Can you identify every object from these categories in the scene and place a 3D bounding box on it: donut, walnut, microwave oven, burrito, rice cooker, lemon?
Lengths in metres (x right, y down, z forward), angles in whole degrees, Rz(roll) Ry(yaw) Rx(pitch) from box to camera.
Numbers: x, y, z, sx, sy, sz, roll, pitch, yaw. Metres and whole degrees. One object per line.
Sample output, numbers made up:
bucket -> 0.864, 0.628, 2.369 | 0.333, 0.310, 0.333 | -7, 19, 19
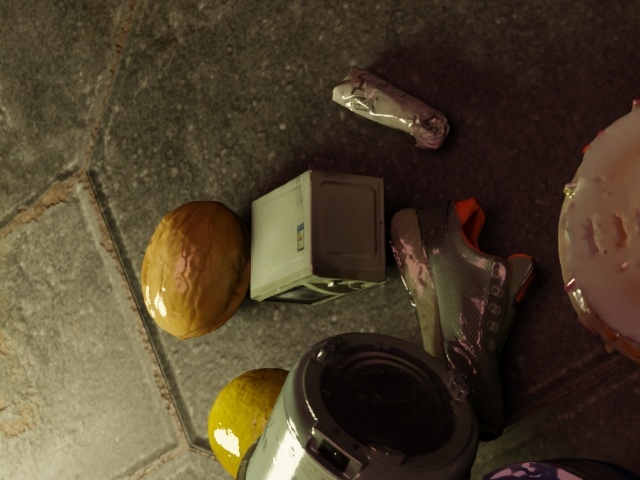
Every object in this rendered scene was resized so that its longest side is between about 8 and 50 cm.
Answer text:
donut -> 0.463, -0.010, 1.790 | 0.382, 0.142, 0.383 | -13, 62, 25
walnut -> -0.177, 0.042, 2.193 | 0.159, 0.159, 0.207 | 9, 80, 33
microwave oven -> 0.000, 0.000, 2.071 | 0.205, 0.129, 0.163 | -22, 64, 62
burrito -> 0.098, -0.185, 2.127 | 0.203, 0.064, 0.064 | 33, 98, 33
rice cooker -> 0.042, 0.276, 1.850 | 0.264, 0.316, 0.317 | 34, 99, 13
lemon -> -0.062, 0.260, 2.076 | 0.207, 0.170, 0.170 | 14, 88, 37

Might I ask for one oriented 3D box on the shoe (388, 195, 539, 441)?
shoe -> 0.214, 0.087, 1.973 | 0.171, 0.132, 0.337 | -23, 66, 16

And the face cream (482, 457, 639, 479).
face cream -> 0.283, 0.379, 1.793 | 0.249, 0.225, 0.249 | -5, 79, 27
